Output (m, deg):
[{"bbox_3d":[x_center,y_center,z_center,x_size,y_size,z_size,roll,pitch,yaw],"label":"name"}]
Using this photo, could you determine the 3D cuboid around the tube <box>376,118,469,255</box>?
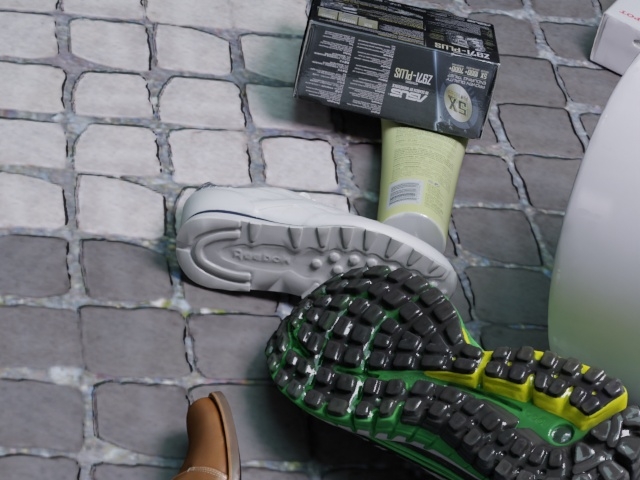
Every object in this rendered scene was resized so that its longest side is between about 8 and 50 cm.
[{"bbox_3d":[0.089,-0.057,1.670,0.070,0.062,0.240,50,24,-22],"label":"tube"}]

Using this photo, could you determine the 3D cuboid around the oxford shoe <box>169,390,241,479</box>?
[{"bbox_3d":[-0.090,0.184,1.297,0.076,0.076,0.212,-1,39,-2],"label":"oxford shoe"}]

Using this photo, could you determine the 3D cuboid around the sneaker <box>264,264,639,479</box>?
[{"bbox_3d":[0.096,0.135,1.388,0.343,0.146,0.134,28,67,37],"label":"sneaker"}]

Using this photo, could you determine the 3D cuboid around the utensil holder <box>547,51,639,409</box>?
[{"bbox_3d":[0.406,0.033,1.397,0.385,0.328,0.327,18,36,26],"label":"utensil holder"}]

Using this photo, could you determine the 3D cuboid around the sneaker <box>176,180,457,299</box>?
[{"bbox_3d":[0.000,0.000,1.547,0.235,0.090,0.095,15,28,-2],"label":"sneaker"}]

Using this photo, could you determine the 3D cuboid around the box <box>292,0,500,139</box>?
[{"bbox_3d":[0.071,-0.169,1.749,0.180,0.078,0.147,12,21,-3],"label":"box"}]

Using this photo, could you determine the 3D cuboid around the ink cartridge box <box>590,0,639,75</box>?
[{"bbox_3d":[0.362,-0.218,1.945,0.109,0.063,0.150,28,40,17],"label":"ink cartridge box"}]
